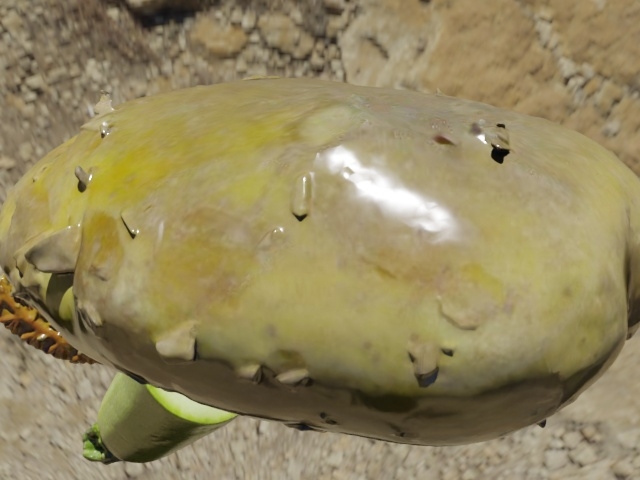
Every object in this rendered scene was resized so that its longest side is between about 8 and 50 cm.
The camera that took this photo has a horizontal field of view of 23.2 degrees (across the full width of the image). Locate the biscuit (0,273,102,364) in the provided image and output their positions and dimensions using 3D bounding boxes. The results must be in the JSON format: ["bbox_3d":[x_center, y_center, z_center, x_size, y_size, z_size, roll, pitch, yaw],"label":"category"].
[{"bbox_3d":[-0.136,0.022,1.157,0.206,0.025,0.126,-35,104,-6],"label":"biscuit"}]

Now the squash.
[{"bbox_3d":[-0.119,0.115,1.103,0.090,0.200,0.075,17,64,-20],"label":"squash"}]

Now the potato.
[{"bbox_3d":[0.000,0.000,0.671,0.296,0.191,0.141,3,117,13],"label":"potato"}]
